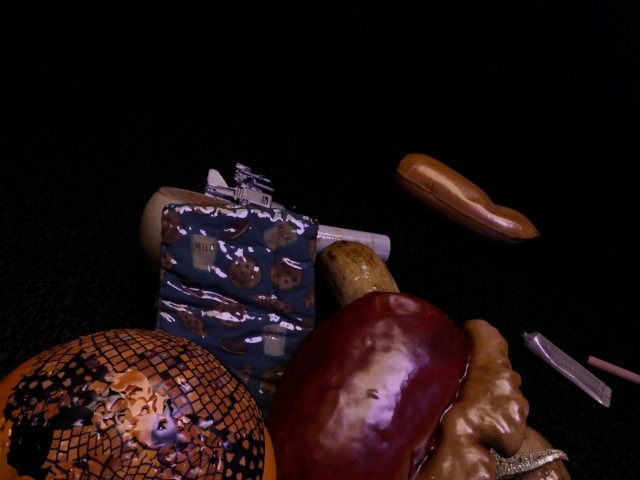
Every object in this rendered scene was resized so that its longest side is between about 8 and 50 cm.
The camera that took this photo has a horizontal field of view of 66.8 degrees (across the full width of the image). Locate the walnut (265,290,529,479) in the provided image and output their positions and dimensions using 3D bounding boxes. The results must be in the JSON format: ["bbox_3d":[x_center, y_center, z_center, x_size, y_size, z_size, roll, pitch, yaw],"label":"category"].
[{"bbox_3d":[0.081,0.184,0.506,0.244,0.221,0.269,7,43,26],"label":"walnut"}]

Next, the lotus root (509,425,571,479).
[{"bbox_3d":[0.259,0.283,0.590,0.072,0.063,0.152,7,31,2],"label":"lotus root"}]

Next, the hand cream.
[{"bbox_3d":[0.414,0.211,0.820,0.165,0.037,0.057,39,36,17],"label":"hand cream"}]

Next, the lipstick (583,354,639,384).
[{"bbox_3d":[0.512,0.227,0.851,0.094,0.019,0.019,22,32,5],"label":"lipstick"}]

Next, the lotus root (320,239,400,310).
[{"bbox_3d":[0.074,0.084,0.769,0.110,0.097,0.258,2,39,-30],"label":"lotus root"}]

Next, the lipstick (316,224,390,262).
[{"bbox_3d":[0.000,0.000,0.888,0.264,0.059,0.059,8,34,-17],"label":"lipstick"}]

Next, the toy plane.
[{"bbox_3d":[-0.121,-0.071,0.914,0.234,0.082,0.160,12,59,-11],"label":"toy plane"}]

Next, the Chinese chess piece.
[{"bbox_3d":[-0.129,0.002,0.698,0.250,0.103,0.250,16,5,-2],"label":"Chinese chess piece"}]

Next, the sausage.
[{"bbox_3d":[0.338,-0.084,1.147,0.354,0.116,0.134,35,21,19],"label":"sausage"}]

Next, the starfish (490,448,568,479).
[{"bbox_3d":[0.192,0.257,0.565,0.176,0.053,0.208,-12,23,23],"label":"starfish"}]

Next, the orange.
[{"bbox_3d":[-0.148,0.180,0.372,0.234,0.234,0.182,18,16,-1],"label":"orange"}]

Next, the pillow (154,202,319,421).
[{"bbox_3d":[-0.096,0.085,0.559,0.189,0.255,0.034,5,-1,-20],"label":"pillow"}]
